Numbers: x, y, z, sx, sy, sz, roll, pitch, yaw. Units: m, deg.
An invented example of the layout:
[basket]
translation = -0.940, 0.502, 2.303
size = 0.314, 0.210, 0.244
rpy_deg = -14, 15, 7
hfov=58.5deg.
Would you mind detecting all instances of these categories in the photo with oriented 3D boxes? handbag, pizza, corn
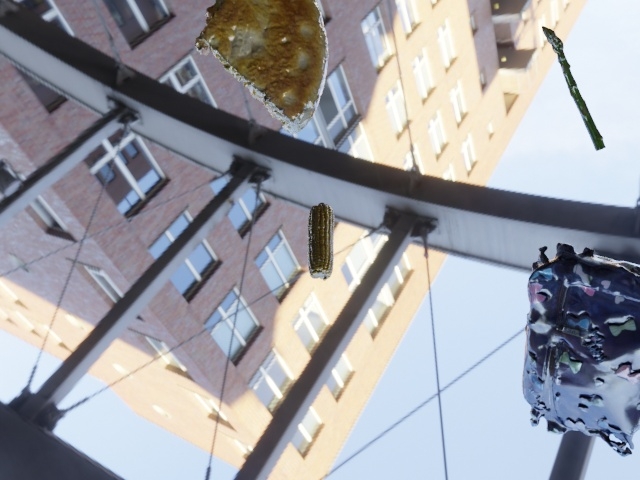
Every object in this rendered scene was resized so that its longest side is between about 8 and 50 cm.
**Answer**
[handbag]
translation = 0.324, 0.127, 0.689
size = 0.161, 0.261, 0.113
rpy_deg = 12, -146, 34
[pizza]
translation = -0.099, -0.342, 0.957
size = 0.225, 0.336, 0.086
rpy_deg = -9, 178, -18
[corn]
translation = 0.000, 0.000, 1.382
size = 0.068, 0.068, 0.208
rpy_deg = -8, -119, 19

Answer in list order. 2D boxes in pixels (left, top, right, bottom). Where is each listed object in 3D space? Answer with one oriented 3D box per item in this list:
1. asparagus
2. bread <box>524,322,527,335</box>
[asparagus]
translation = 0.296, -0.177, 0.664
size = 0.016, 0.163, 0.016
rpy_deg = -19, -162, 37
[bread]
translation = 0.473, 0.168, 1.044
size = 0.189, 0.078, 0.114
rpy_deg = 4, -139, 14
